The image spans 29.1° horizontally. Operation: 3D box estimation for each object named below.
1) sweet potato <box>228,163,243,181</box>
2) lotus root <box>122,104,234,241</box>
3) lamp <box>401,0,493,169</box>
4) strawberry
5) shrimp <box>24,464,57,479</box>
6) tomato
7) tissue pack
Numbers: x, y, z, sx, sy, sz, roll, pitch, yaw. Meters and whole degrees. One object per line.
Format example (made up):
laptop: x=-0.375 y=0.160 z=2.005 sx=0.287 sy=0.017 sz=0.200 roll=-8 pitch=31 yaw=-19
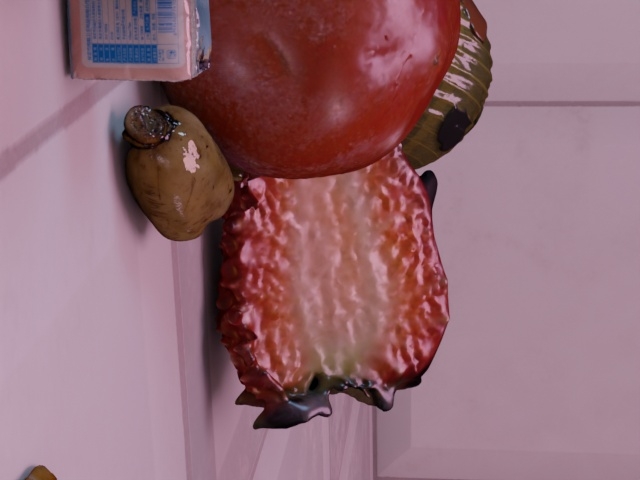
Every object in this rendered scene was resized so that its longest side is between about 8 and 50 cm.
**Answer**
sweet potato: x=-0.066 y=-0.178 z=0.996 sx=0.067 sy=0.067 sz=0.274 roll=68 pitch=25 yaw=-74
lotus root: x=-0.090 y=-0.040 z=0.801 sx=0.152 sy=0.063 sz=0.072 roll=63 pitch=18 yaw=-69
lamp: x=0.055 y=-0.165 z=1.338 sx=0.250 sy=0.250 sz=0.284 roll=42 pitch=64 yaw=-82
strawberry: x=0.000 y=0.000 z=1.099 sx=0.137 sy=0.233 sz=0.307 roll=8 pitch=-77 yaw=57
shrimp: x=-0.132 y=0.163 z=0.613 sx=0.083 sy=0.023 sz=0.114 roll=-84 pitch=168 yaw=-60
tomato: x=-0.003 y=-0.147 z=0.864 sx=0.232 sy=0.188 sz=0.232 roll=-22 pitch=116 yaw=-55
tissue pack: x=-0.098 y=-0.133 z=0.664 sx=0.059 sy=0.074 sz=0.095 roll=-78 pitch=170 yaw=-74
